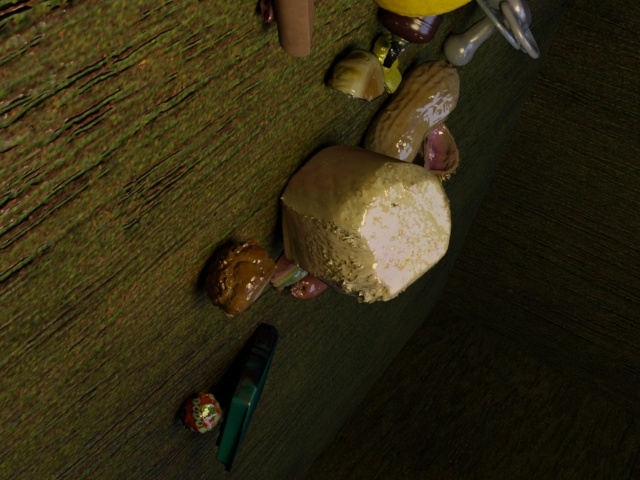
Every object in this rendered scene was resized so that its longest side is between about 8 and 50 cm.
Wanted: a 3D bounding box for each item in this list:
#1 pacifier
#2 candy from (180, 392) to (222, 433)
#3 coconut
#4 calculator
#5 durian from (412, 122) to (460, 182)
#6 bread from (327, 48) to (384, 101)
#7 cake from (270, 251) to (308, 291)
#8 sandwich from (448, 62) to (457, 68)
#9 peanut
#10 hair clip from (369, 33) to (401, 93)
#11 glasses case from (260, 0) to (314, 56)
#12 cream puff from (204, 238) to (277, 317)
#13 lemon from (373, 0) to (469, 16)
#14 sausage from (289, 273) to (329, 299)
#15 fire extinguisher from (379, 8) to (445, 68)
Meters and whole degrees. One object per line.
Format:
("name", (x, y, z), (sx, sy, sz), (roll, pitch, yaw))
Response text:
("pacifier", (0.402, -0.500, 2.090), (0.226, 0.238, 0.287), (-35, 177, 24))
("candy", (-0.247, 0.381, 1.877), (0.084, 0.078, 0.287), (-26, 168, -7))
("coconut", (0.070, -0.033, 1.688), (0.298, 0.310, 0.297), (-8, 105, -33))
("calculator", (-0.169, 0.349, 1.944), (0.274, 0.058, 0.248), (-69, 177, -52))
("durian", (0.286, -0.224, 2.257), (0.165, 0.182, 0.132), (-28, 145, -2))
("bread", (0.068, -0.301, 1.573), (0.157, 0.083, 0.094), (-43, 155, -51))
("cake", (-0.034, 0.013, 1.903), (0.225, 0.090, 0.109), (-37, 162, -10))
("sandwich", (0.337, -0.438, 2.263), (0.069, 0.026, 0.101), (-53, 162, -20))
("peanut", (0.199, -0.269, 1.947), (0.313, 0.149, 0.149), (-56, 164, -15))
("hair clip", (0.131, -0.354, 1.741), (0.072, 0.046, 0.173), (-60, 163, -13))
("glasses case", (-0.047, -0.356, 1.182), (0.193, 0.070, 0.102), (86, 9, -60))
("cream puff", (-0.145, 0.061, 1.525), (0.144, 0.103, 0.126), (-47, 173, -37))
("lemon", (0.145, -0.451, 1.292), (0.219, 0.240, 0.240), (-29, 160, -3))
("sausage", (0.047, 0.044, 2.123), (0.433, 0.088, 0.087), (-38, 153, -53))
("fire extinguisher", (0.196, -0.474, 1.593), (0.337, 0.114, 0.135), (-64, 178, 13))
